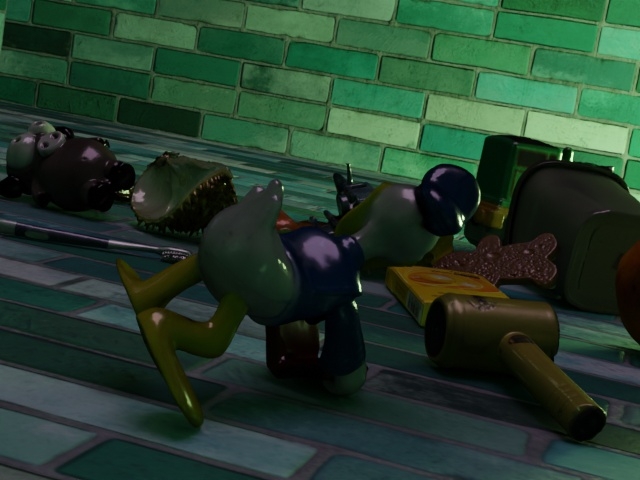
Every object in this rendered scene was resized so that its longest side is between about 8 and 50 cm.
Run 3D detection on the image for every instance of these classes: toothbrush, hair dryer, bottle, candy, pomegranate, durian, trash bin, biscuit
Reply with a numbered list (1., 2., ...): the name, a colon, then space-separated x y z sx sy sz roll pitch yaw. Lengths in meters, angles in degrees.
1. toothbrush: -0.330 0.003 1.614 0.288 0.024 0.026 10 23 -3
2. hair dryer: 0.214 0.134 1.184 0.135 0.090 0.278 8 15 -15
3. bottle: -0.066 -0.008 1.817 0.069 0.069 0.187 7 10 -17
4. candy: 0.130 0.002 1.906 0.199 0.094 0.106 8 12 35
5. pomegranate: 0.504 0.065 1.513 0.209 0.209 0.209 9 9 -1
6. durian: -0.219 -0.074 1.855 0.144 0.139 0.252 9 7 -33
7. trash bin: 0.456 0.001 1.880 0.220 0.219 0.250 7 15 -11
8. biscuit: 0.281 0.043 1.787 0.205 0.031 0.138 -7 40 17

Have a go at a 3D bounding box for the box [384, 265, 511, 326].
1. box: 0.190 0.082 1.596 0.152 0.043 0.269 8 9 -9

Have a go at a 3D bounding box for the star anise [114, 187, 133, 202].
1. star anise: -0.428 -0.093 2.066 0.158 0.144 0.140 17 -36 1

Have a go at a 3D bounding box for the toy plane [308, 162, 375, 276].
1. toy plane: 0.067 -0.060 1.857 0.223 0.104 0.326 -10 34 -12

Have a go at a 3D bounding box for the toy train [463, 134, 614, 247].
1. toy train: 0.448 -0.073 2.203 0.429 0.249 0.178 6 9 -21

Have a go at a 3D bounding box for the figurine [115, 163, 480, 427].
1. figurine: 0.012 0.047 1.036 0.338 0.283 0.204 -30 51 -5

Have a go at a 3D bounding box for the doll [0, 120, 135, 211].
1. doll: -0.448 -0.123 1.934 0.257 0.117 0.182 24 55 28

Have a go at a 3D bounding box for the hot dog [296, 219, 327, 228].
1. hot dog: 0.001 0.000 1.895 0.140 0.060 0.090 8 9 41
